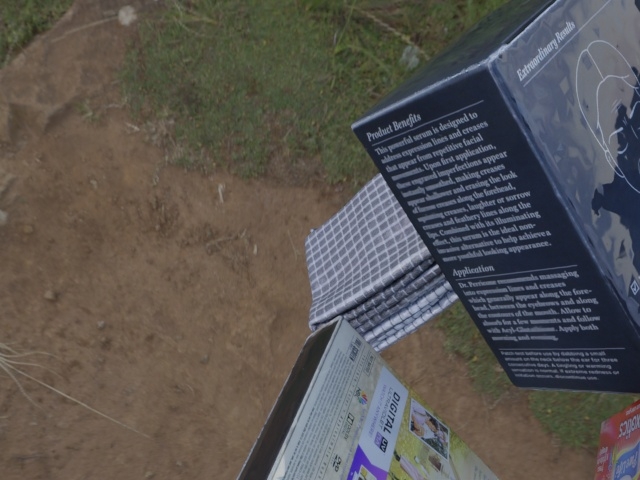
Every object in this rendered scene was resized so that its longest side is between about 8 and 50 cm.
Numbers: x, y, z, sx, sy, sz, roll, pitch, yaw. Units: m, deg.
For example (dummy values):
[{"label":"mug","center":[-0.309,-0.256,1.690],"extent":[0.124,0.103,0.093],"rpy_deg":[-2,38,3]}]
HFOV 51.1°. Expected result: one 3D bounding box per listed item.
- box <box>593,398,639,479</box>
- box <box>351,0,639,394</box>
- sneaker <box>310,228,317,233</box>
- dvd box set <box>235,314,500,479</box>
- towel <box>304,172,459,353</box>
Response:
[{"label":"box","center":[0.349,0.222,0.619],"extent":[0.128,0.257,0.123],"rpy_deg":[13,68,12]},{"label":"box","center":[0.280,-0.068,0.777],"extent":[0.293,0.212,0.396],"rpy_deg":[-42,106,-32]},{"label":"sneaker","center":[0.000,0.000,1.601],"extent":[0.052,0.135,0.058],"rpy_deg":[0,91,4]},{"label":"dvd box set","center":[0.102,0.314,0.653],"extent":[0.420,0.062,0.308],"rpy_deg":[46,33,-11]},{"label":"towel","center":[0.095,0.023,1.042],"extent":[0.283,0.121,0.235],"rpy_deg":[-37,39,22]}]
